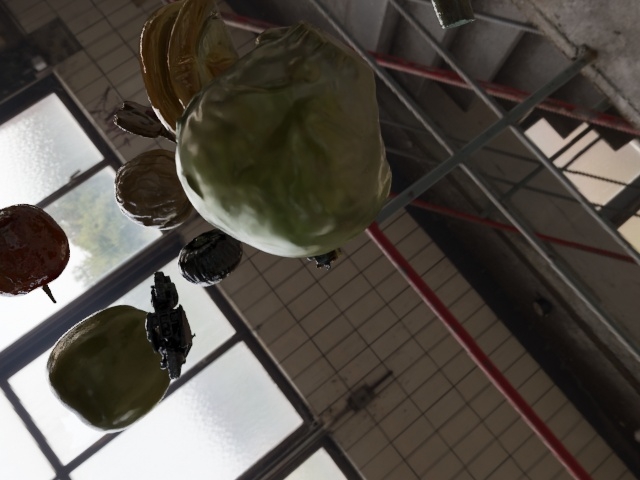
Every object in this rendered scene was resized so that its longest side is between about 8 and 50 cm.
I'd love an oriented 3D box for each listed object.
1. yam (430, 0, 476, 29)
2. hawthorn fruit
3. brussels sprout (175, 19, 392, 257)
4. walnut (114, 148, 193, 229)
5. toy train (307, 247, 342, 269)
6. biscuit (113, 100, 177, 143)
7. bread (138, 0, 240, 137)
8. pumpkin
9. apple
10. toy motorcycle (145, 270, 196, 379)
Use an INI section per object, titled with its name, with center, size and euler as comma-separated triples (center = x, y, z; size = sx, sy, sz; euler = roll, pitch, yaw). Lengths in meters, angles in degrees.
[yam]
center = 0.339, -0.717, 1.383
size = 0.259, 0.106, 0.106
euler = 68, 167, -9
[hawthorn fruit]
center = -0.902, 0.059, 1.508
size = 0.330, 0.287, 0.287
euler = 59, 168, -17
[brussels sprout]
center = -0.038, -0.113, 0.662
size = 0.273, 0.317, 0.242
euler = 56, -147, -10
[walnut]
center = -0.567, -0.177, 1.740
size = 0.285, 0.285, 0.296
euler = 53, -174, 0
[toy train]
center = 0.000, 0.000, 1.719
size = 0.127, 0.089, 0.219
euler = -2, -114, -59
[biscuit]
center = -0.580, -0.440, 1.818
size = 0.283, 0.064, 0.432
euler = 31, -161, 8
[bread]
center = -0.321, -0.471, 1.441
size = 0.246, 0.329, 0.423
euler = -3, 114, 28
[pumpkin]
center = -0.330, 0.046, 1.486
size = 0.140, 0.202, 0.202
euler = 59, 168, -27
[apple]
center = -0.770, 0.473, 1.879
size = 0.473, 0.474, 0.473
euler = 50, 169, 13
[toy motorcycle]
center = -0.384, 0.215, 1.274
size = 0.159, 0.106, 0.270
euler = 127, 133, -78
